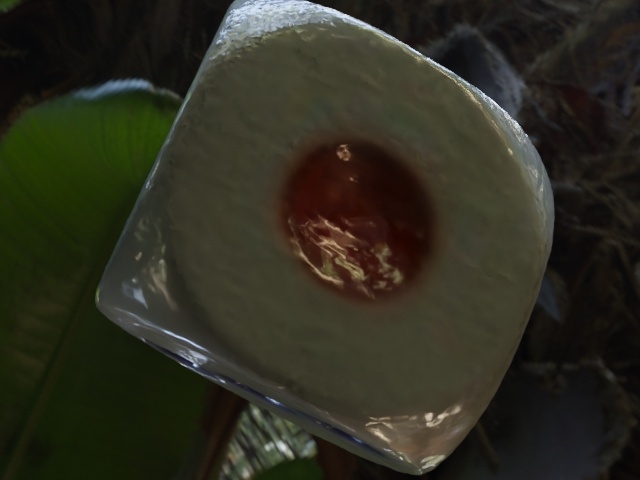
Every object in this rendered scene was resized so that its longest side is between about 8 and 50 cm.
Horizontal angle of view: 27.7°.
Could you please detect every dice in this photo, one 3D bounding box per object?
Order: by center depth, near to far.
[{"bbox_3d":[0.000,0.000,0.910,0.259,0.251,0.243,27,-101,-8],"label":"dice"}]
